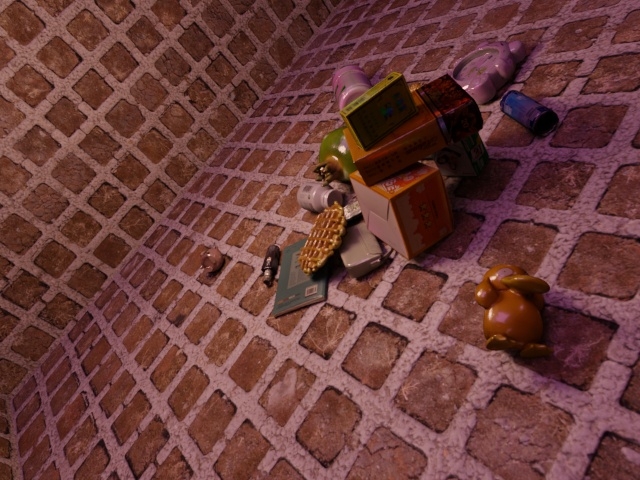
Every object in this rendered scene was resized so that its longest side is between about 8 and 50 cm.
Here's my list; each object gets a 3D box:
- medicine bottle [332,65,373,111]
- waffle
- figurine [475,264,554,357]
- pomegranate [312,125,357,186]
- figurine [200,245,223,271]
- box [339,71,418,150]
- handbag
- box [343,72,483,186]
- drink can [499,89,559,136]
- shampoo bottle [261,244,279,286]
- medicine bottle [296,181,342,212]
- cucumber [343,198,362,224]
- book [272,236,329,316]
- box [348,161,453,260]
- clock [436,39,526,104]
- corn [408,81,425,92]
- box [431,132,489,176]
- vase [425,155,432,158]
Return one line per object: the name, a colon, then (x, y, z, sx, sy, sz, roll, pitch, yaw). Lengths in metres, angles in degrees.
medicine bottle: (0.182, -0.773, 2.486, 0.212, 0.212, 0.326, -32, 37, 17)
waffle: (0.006, -0.008, 1.863, 0.301, 0.058, 0.282, -55, 23, 13)
figurine: (0.489, 0.175, 1.205, 0.215, 0.215, 0.228, 7, 82, 49)
pomegranate: (0.104, -0.389, 2.097, 0.309, 0.216, 0.358, 16, 37, 42)
figurine: (-0.562, 0.098, 2.414, 0.125, 0.125, 0.138, -38, 24, 8)
box: (0.185, -0.404, 1.468, 0.219, 0.141, 0.064, -36, 35, 1)
handbag: (0.176, 0.017, 1.787, 0.219, 0.079, 0.256, -25, 37, 5)
box: (0.295, -0.373, 1.562, 0.415, 0.116, 0.264, -26, 35, 12)
drink can: (0.742, -0.459, 1.681, 0.097, 0.097, 0.235, -36, 34, 11)
shampoo bottle: (-0.225, 0.113, 2.107, 0.057, 0.064, 0.208, -14, 41, 22)
medicine bottle: (0.000, -0.193, 2.129, 0.215, 0.135, 0.135, 17, 66, 52)
cucumber: (0.161, -0.132, 1.972, 0.211, 0.062, 0.078, -31, 69, 9)
book: (-0.073, 0.126, 1.959, 0.264, 0.031, 0.380, -22, 40, 28)
box: (0.283, -0.132, 1.634, 0.213, 0.260, 0.283, -30, 33, -13)
clock: (0.686, -0.724, 2.005, 0.322, 0.113, 0.295, -46, 34, -5)
corn: (0.377, -0.653, 2.258, 0.305, 0.106, 0.106, -21, 40, 33)
box: (0.480, -0.345, 1.690, 0.180, 0.250, 0.103, 9, 59, 49)
vase: (0.412, -0.368, 1.943, 0.214, 0.086, 0.086, -6, 49, 49)
